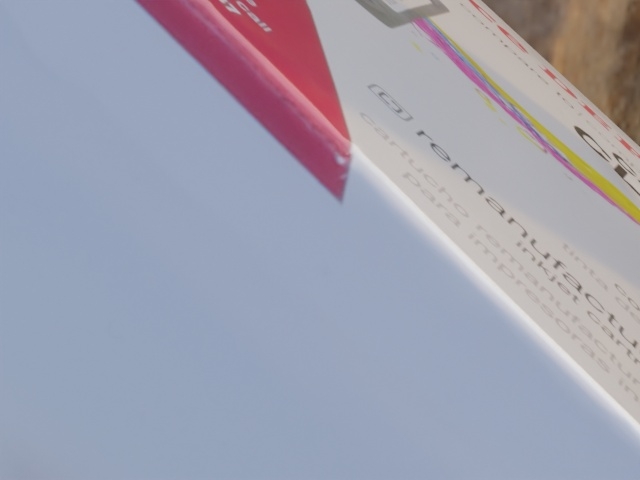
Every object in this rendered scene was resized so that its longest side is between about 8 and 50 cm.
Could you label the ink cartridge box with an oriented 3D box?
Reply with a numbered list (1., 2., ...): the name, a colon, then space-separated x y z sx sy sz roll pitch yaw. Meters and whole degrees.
1. ink cartridge box: 0.000 0.000 0.551 0.226 0.131 0.306 44 17 4
